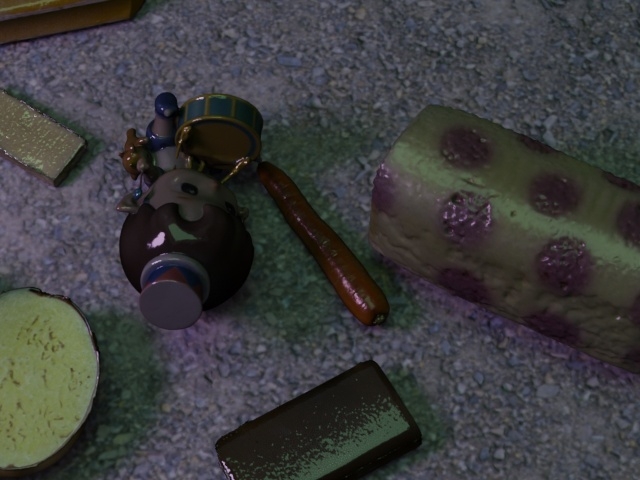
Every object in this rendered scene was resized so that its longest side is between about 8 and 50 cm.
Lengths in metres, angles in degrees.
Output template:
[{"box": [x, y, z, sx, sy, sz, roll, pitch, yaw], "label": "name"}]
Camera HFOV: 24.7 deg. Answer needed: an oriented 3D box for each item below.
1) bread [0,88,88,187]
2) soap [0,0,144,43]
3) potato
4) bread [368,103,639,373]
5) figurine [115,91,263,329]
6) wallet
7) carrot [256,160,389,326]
[{"box": [-0.348, -0.123, 1.700, 0.153, 0.028, 0.068, 29, 67, 14], "label": "bread"}, {"box": [-0.315, -0.326, 1.778, 0.232, 0.073, 0.140, -12, 65, -5], "label": "soap"}, {"box": [-0.312, 0.153, 1.530, 0.164, 0.081, 0.200, 14, 67, -1], "label": "potato"}, {"box": [0.223, 0.000, 1.535, 0.338, 0.187, 0.155, 26, 62, 14], "label": "bread"}, {"box": [-0.138, -0.024, 1.571, 0.161, 0.158, 0.276, 22, 55, -33], "label": "figurine"}, {"box": [-0.004, 0.211, 1.518, 0.198, 0.031, 0.110, -27, 65, -12], "label": "wallet"}, {"box": [0.000, 0.000, 1.622, 0.043, 0.043, 0.248, -31, 65, -14], "label": "carrot"}]
